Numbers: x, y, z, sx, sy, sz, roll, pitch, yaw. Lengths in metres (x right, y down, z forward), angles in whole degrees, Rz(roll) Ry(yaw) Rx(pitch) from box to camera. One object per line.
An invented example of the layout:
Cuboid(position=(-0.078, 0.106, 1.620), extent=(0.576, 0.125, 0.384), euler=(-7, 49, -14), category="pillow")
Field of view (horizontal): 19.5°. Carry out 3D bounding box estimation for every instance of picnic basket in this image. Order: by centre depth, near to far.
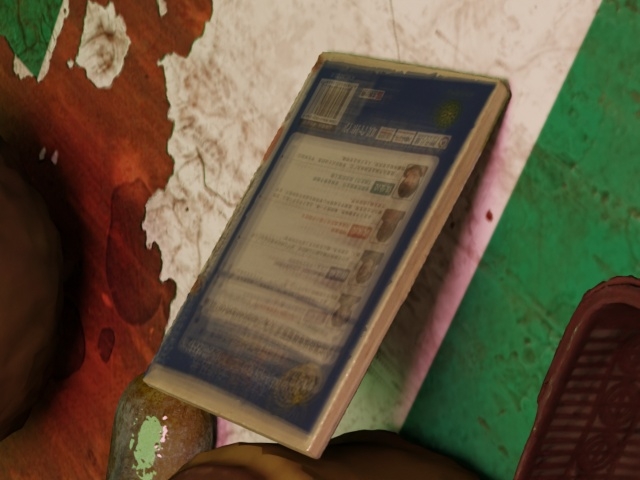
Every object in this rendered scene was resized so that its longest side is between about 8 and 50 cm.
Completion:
Cuboid(position=(0.242, 0.178, 1.209), extent=(0.222, 0.129, 0.297), euler=(37, 119, 42), category="picnic basket")

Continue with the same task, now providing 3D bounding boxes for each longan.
Cuboid(position=(-0.422, 0.036, 1.824), extent=(0.391, 0.391, 0.391), euler=(1, 91, 50), category="longan")

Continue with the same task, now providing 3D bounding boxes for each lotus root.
Cuboid(position=(-0.149, 0.186, 1.716), extent=(0.113, 0.088, 0.192), euler=(32, 114, 53), category="lotus root")

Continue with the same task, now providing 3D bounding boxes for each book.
Cuboid(position=(0.000, 0.000, 1.473), extent=(0.228, 0.018, 0.322), euler=(17, 75, 50), category="book")

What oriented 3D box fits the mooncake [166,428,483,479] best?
Cuboid(position=(-0.012, 0.349, 1.437), extent=(0.393, 0.246, 0.394), euler=(37, 117, 48), category="mooncake")
